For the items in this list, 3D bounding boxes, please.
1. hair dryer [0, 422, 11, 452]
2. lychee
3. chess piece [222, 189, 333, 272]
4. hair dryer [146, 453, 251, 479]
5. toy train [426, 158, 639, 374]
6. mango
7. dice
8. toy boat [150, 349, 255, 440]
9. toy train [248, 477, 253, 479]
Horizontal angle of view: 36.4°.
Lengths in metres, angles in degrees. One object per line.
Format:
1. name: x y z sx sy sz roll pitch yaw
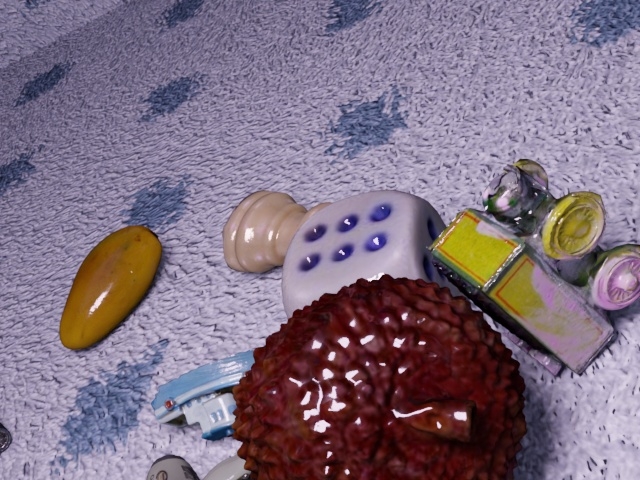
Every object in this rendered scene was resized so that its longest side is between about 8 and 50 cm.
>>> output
1. hair dryer: -0.618 0.362 1.622 0.173 0.050 0.194 16 62 50
2. lychee: 0.064 0.188 1.046 0.306 0.306 0.330 -49 10 -21
3. chess piece: 0.000 0.000 1.496 0.307 0.124 0.139 8 22 41
4. hair dryer: -0.130 0.347 1.179 0.225 0.088 0.218 -23 50 30
5. toy train: 0.256 0.028 1.111 0.177 0.261 0.134 -50 33 1
6. mango: -0.372 0.081 1.701 0.139 0.113 0.253 12 62 43
7. dice: 0.073 0.062 1.273 0.193 0.191 0.194 -16 39 27
8. toy boat: -0.133 0.226 1.359 0.215 0.088 0.102 -25 69 13
9. toy train: -0.098 0.325 1.244 0.017 0.017 0.083 -13 36 52
